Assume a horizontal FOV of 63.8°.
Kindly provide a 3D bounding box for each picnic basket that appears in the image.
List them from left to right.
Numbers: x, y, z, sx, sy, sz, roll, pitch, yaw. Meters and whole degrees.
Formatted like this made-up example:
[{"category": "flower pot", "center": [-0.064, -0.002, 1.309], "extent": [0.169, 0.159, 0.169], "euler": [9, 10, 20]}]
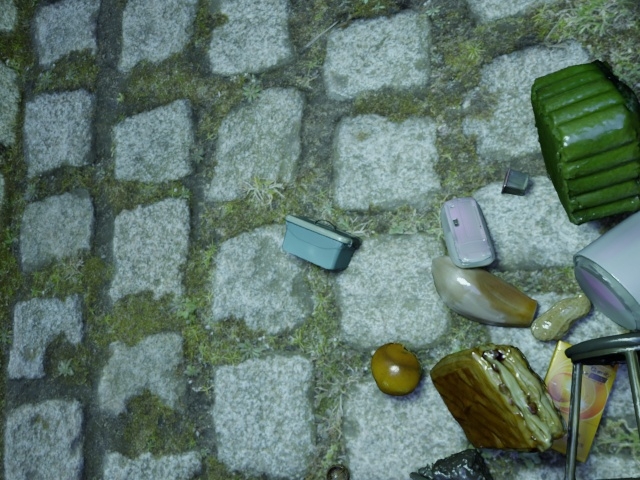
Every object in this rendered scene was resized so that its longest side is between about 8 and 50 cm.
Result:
[{"category": "picnic basket", "center": [0.044, 0.678, 1.470], "extent": [0.072, 0.083, 0.072], "euler": [-4, 79, 19]}]

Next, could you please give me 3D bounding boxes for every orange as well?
[{"category": "orange", "center": [0.212, 0.363, 1.443], "extent": [0.156, 0.156, 0.134], "euler": [38, 114, 22]}]

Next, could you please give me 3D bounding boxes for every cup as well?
[{"category": "cup", "center": [0.826, 0.035, 1.227], "extent": [0.371, 0.253, 0.253], "euler": [-38, 69, 6]}]

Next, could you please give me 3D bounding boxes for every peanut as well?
[{"category": "peanut", "center": [0.638, 0.207, 1.358], "extent": [0.174, 0.080, 0.080], "euler": [-38, 69, 6]}]

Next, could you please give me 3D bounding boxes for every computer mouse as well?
[{"category": "computer mouse", "center": [0.418, -0.020, 1.467], "extent": [0.125, 0.056, 0.245], "euler": [-10, 53, 6]}]

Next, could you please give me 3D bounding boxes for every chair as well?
[{"category": "chair", "center": [0.727, 0.413, 1.097], "extent": [0.361, 0.365, 0.411], "euler": [-1, 70, -5]}]

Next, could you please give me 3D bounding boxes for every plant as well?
[{"category": "plant", "center": [0.341, 0.633, 1.346], "extent": [0.203, 0.131, 0.142], "euler": [-42, 70, 21]}]

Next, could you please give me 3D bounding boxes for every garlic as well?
[{"category": "garlic", "center": [0.444, 0.153, 1.433], "extent": [0.318, 0.112, 0.143], "euler": [27, 86, 12]}]

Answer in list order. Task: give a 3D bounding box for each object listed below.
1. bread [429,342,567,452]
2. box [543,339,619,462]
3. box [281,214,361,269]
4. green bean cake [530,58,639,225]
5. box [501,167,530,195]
[{"category": "bread", "center": [0.444, 0.381, 1.297], "extent": [0.167, 0.324, 0.278], "euler": [-27, 75, -24]}, {"category": "box", "center": [0.648, 0.411, 1.327], "extent": [0.152, 0.043, 0.270], "euler": [19, 87, 19]}, {"category": "box", "center": [0.000, 0.000, 1.587], "extent": [0.226, 0.162, 0.130], "euler": [21, 98, 23]}, {"category": "green bean cake", "center": [0.671, -0.240, 1.272], "extent": [0.218, 0.335, 0.319], "euler": [-18, 46, 20]}, {"category": "box", "center": [0.553, -0.163, 1.458], "extent": [0.063, 0.084, 0.060], "euler": [17, 85, 16]}]
